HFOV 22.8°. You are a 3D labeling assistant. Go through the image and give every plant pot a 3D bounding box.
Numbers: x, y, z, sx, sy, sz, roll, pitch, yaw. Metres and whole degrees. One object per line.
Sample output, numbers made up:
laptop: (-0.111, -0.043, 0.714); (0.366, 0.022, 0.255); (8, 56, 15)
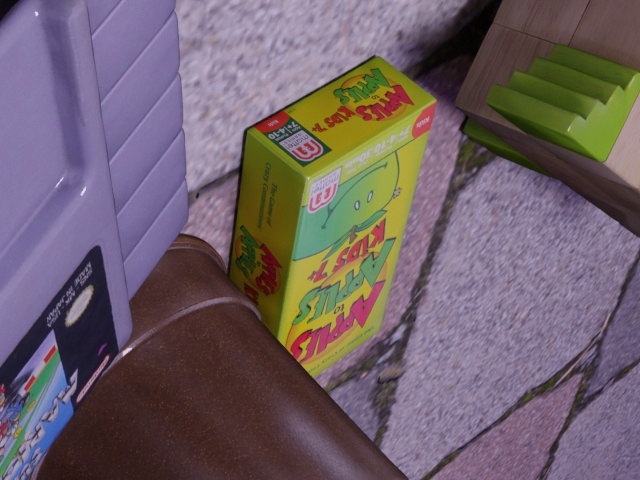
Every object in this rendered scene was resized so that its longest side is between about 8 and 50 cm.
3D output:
plant pot: (-0.053, 0.111, 0.750); (0.167, 0.165, 0.167); (-39, 154, -23)

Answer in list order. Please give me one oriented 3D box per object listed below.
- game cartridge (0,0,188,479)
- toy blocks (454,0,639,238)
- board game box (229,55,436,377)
game cartridge: (-0.154, 0.060, 0.512); (0.355, 0.068, 0.230); (-56, 161, -26)
toy blocks: (0.232, -0.134, 0.907); (0.381, 0.191, 0.261); (26, 90, -55)
board game box: (0.000, 0.000, 0.828); (0.092, 0.043, 0.181); (-33, 150, -33)
